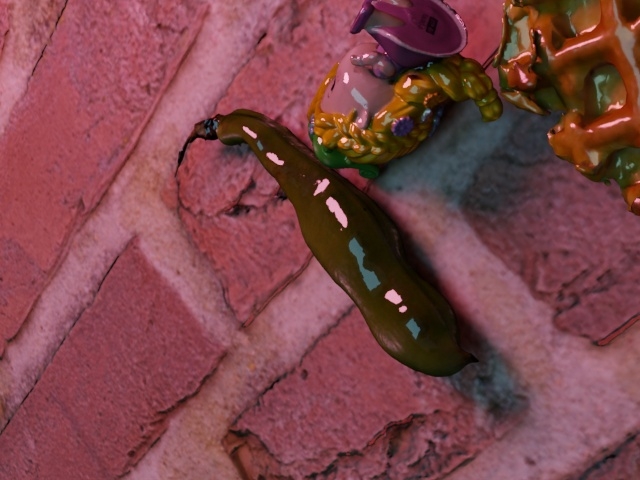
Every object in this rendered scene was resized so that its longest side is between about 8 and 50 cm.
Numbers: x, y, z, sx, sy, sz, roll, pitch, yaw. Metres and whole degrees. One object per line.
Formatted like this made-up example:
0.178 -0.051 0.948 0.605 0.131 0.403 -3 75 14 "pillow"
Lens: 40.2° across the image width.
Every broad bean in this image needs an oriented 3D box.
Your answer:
0.003 -0.009 0.678 0.318 0.056 0.098 40 129 29 "broad bean"

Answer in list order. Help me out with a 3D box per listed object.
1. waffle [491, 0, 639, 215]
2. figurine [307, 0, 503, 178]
0.246 -0.125 0.449 0.325 0.068 0.302 36 121 27 "waffle"
0.052 -0.088 0.600 0.115 0.095 0.156 36 137 0 "figurine"
